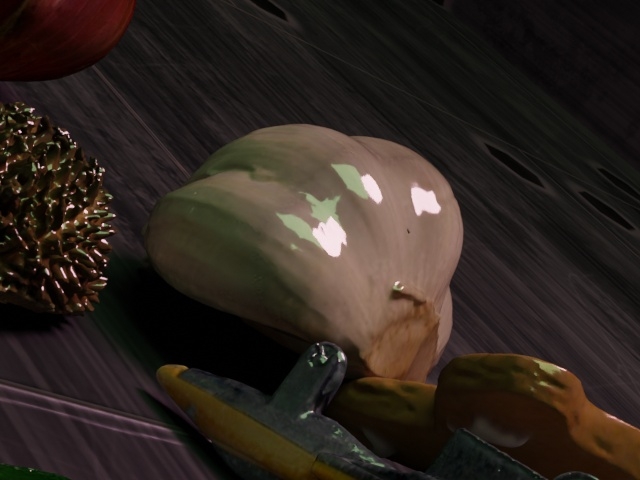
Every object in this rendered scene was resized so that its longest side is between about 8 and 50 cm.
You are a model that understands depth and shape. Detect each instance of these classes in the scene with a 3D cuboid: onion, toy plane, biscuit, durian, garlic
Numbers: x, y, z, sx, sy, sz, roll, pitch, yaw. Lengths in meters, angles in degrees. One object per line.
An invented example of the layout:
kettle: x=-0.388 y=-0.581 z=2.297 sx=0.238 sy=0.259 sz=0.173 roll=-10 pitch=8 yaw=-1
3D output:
onion: x=-0.233 y=-0.184 z=1.177 sx=0.248 sy=0.161 sz=0.248 roll=42 pitch=6 yaw=-5
toy plane: x=0.058 y=0.131 z=0.915 sx=0.316 sy=0.103 sz=0.204 roll=37 pitch=-15 yaw=21
biscuit: x=0.179 y=0.152 z=1.042 sx=0.340 sy=0.047 sz=0.216 roll=28 pitch=-23 yaw=-24
durian: x=-0.159 y=-0.022 z=0.937 sx=0.148 sy=0.091 sz=0.188 roll=32 pitch=16 yaw=-13
garlic: x=0.000 y=0.000 z=1.100 sx=0.178 sy=0.142 sz=0.229 roll=31 pitch=6 yaw=25

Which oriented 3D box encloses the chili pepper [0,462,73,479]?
chili pepper: x=-0.161 y=0.091 z=0.637 sx=0.227 sy=0.059 sz=0.088 roll=22 pitch=14 yaw=-30
